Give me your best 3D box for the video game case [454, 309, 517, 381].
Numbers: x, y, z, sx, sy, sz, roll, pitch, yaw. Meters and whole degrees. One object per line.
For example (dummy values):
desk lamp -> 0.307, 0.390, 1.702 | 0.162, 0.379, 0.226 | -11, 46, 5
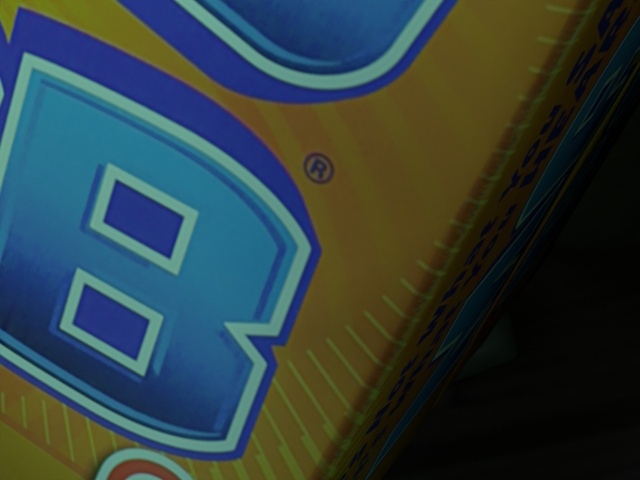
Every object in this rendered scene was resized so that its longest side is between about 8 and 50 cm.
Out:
video game case -> 0.000, 0.000, 0.851 | 0.183, 0.023, 0.201 | -24, 57, 24

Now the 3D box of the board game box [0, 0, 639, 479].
board game box -> -0.040, -0.156, 0.578 | 0.356, 0.356, 0.356 | 33, 122, 10
